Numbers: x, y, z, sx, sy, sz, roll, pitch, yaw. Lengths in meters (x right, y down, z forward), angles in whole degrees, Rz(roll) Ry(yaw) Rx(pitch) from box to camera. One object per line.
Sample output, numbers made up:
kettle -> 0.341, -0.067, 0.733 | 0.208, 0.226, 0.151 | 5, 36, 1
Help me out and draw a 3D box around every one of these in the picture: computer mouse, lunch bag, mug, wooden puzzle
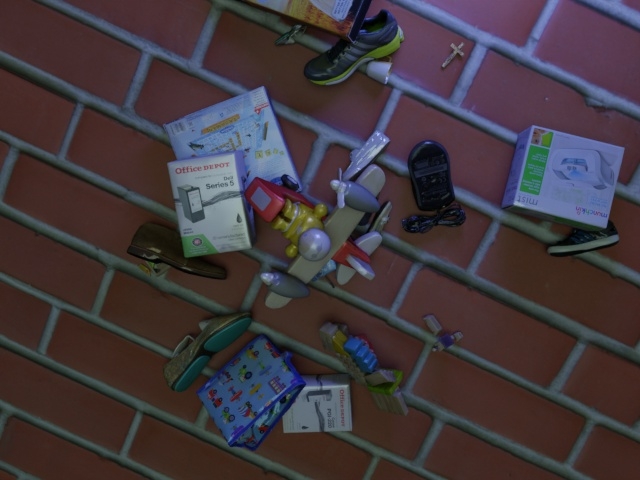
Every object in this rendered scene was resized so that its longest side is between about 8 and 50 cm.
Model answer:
computer mouse -> 0.315, -0.163, 1.704 | 0.188, 0.072, 0.272 | -10, 111, 3
lunch bag -> -0.195, 0.441, 1.763 | 0.293, 0.138, 0.221 | -48, 52, 3
mug -> 0.168, -0.488, 1.666 | 0.064, 0.078, 0.062 | 21, 133, 9
wooden puzzle -> -0.505, 0.069, 1.817 | 0.116, 0.014, 0.078 | -42, 95, 9

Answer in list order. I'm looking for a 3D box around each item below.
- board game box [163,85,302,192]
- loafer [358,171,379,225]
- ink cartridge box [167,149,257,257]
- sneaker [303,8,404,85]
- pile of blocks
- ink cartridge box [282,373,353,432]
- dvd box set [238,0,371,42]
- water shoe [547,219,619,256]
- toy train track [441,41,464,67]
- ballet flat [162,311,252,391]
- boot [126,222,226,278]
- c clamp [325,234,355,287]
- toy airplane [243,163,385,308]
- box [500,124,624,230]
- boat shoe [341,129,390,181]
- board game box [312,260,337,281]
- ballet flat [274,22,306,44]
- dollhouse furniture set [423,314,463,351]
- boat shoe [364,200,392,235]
board game box -> -0.254, -0.245, 1.721 | 0.318, 0.066, 0.318 | -18, 99, 7
loafer -> 0.141, -0.122, 1.711 | 0.062, 0.061, 0.170 | 2, 104, -30
ink cartridge box -> -0.303, -0.106, 1.657 | 0.198, 0.115, 0.273 | -8, 101, 5
sneaker -> 0.081, -0.539, 1.609 | 0.299, 0.121, 0.111 | -30, 61, 4
pile of blocks -> 0.154, 0.363, 1.768 | 0.362, 0.113, 0.149 | 49, 141, -7
ink cartridge box -> -0.010, 0.507, 1.822 | 0.217, 0.092, 0.159 | -4, 100, 2
dvd box set -> -0.038, -0.743, 1.559 | 0.420, 0.062, 0.308 | 27, 99, 18
water shoe -> 0.759, -0.005, 1.708 | 0.203, 0.073, 0.080 | -11, 73, 5
toy train track -> 0.376, -0.527, 1.662 | 0.048, 0.014, 0.083 | 39, 105, -10
ballet flat -> -0.362, 0.317, 1.810 | 0.123, 0.123, 0.348 | 43, 97, -4
boot -> -0.418, 0.036, 1.767 | 0.305, 0.112, 0.115 | 21, 75, -7
c clamp -> 0.049, 0.043, 1.777 | 0.137, 0.022, 0.160 | 46, 101, 1
toy airplane -> 0.000, 0.000, 1.601 | 0.384, 0.272, 0.387 | -7, 108, 2
box -> 0.668, -0.168, 1.630 | 0.261, 0.127, 0.231 | 15, 87, 1
boat shoe -> 0.120, -0.244, 1.703 | 0.063, 0.066, 0.184 | 46, 102, 10
board game box -> -0.006, 0.065, 1.766 | 0.090, 0.020, 0.090 | -30, 92, 13
ballet flat -> -0.079, -0.587, 1.668 | 0.114, 0.041, 0.041 | -39, 95, 10
dollhouse furniture set -> 0.361, 0.283, 1.802 | 0.114, 0.091, 0.081 | 56, 142, 16
boat shoe -> 0.178, -0.045, 1.736 | 0.048, 0.056, 0.153 | 26, 103, -8
